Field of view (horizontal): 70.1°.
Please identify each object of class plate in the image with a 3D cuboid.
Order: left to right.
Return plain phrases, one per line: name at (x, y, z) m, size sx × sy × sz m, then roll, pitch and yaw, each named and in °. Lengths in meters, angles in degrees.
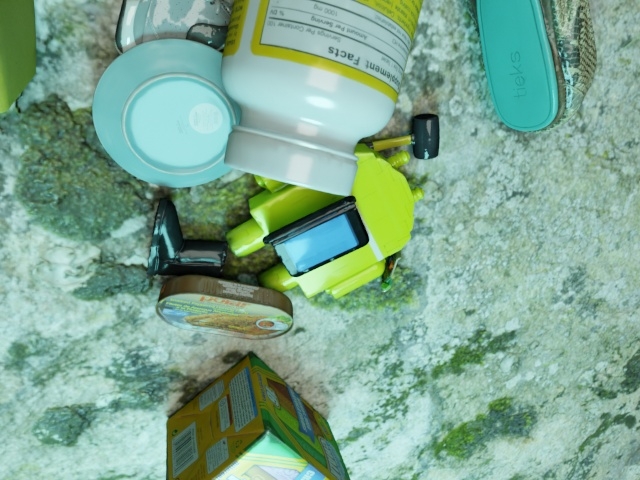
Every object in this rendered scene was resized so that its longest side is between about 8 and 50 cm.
plate at (-0.164, -0.136, 0.535) m, size 0.188 × 0.024 × 0.188 m, roll -12°, pitch 133°, yaw -13°

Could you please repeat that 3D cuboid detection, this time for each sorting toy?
sorting toy at (0.106, 0.047, 0.698) m, size 0.012 × 0.083 × 0.062 m, roll 23°, pitch 106°, yaw 2°

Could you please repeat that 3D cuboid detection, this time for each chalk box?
chalk box at (-0.072, 0.356, 0.708) m, size 0.179 × 0.180 × 0.289 m, roll -40°, pitch 118°, yaw 1°

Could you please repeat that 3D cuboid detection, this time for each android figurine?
android figurine at (0.015, -0.028, 0.638) m, size 0.272 × 0.056 × 0.248 m, roll -31°, pitch 120°, yaw 4°

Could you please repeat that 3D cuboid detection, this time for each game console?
game console at (0.000, 0.000, 0.581) m, size 0.122 × 0.107 × 0.071 m, roll -26°, pitch 92°, yaw 2°

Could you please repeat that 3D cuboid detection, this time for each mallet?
mallet at (0.082, -0.125, 0.649) m, size 0.189 × 0.039 × 0.062 m, roll -19°, pitch 118°, yaw -4°

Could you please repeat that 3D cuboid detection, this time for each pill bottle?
pill bottle at (0.004, -0.225, 0.473) m, size 0.187 × 0.188 × 0.334 m, roll 11°, pitch 99°, yaw -21°

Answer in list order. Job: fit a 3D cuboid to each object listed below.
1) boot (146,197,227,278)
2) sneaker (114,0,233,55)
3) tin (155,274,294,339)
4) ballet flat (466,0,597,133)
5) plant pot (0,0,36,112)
boot at (-0.174, 0.005, 0.610) m, size 0.099 × 0.045 × 0.121 m, roll 9°, pitch 115°, yaw -18°
sneaker at (-0.131, -0.292, 0.493) m, size 0.132 × 0.086 × 0.229 m, roll 13°, pitch 117°, yaw -27°
tin at (-0.129, 0.095, 0.636) m, size 0.189 × 0.040 × 0.106 m, roll 14°, pitch 144°, yaw -19°
ballet flat at (0.243, -0.367, 0.553) m, size 0.182 × 0.164 × 0.483 m, roll -47°, pitch 125°, yaw -20°
plant pot at (-0.364, -0.212, 0.386) m, size 0.212 × 0.212 × 0.187 m, roll -10°, pitch 127°, yaw -14°
